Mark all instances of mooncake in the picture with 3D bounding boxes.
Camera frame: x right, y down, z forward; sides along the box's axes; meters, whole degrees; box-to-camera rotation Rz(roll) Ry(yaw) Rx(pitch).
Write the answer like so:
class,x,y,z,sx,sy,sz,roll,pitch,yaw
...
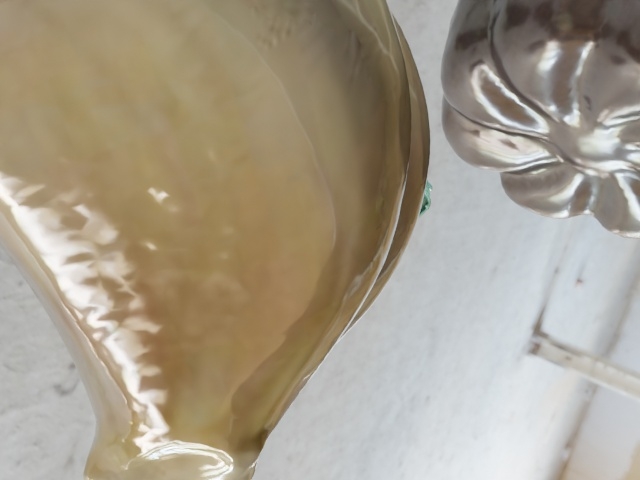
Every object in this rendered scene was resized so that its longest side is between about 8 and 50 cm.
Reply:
class,x,y,z,sx,sy,sz,roll,pitch,yaw
mooncake,0.235,-0.127,0.827,0.154,0.306,0.306,-64,157,-20

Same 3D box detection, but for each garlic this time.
class,x,y,z,sx,sy,sz,roll,pitch,yaw
garlic,-0.083,-0.083,0.482,0.246,0.340,0.231,-39,-168,23

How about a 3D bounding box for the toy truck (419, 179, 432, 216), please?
class,x,y,z,sx,sy,sz,roll,pitch,yaw
toy truck,0.000,0.000,0.728,0.175,0.067,0.081,-45,-171,21
